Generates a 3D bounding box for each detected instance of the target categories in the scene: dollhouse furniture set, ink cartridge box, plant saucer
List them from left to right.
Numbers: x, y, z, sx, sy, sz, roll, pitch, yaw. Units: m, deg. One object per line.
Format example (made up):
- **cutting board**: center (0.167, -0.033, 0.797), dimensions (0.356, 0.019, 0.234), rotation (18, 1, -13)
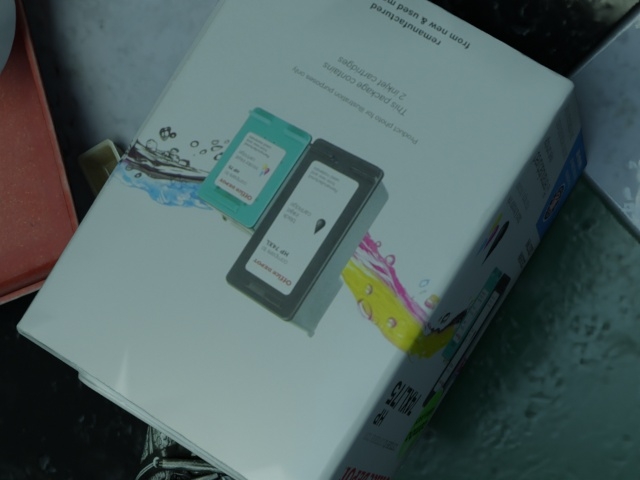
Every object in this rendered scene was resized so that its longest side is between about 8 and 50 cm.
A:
- **plant saucer**: center (-0.286, -0.059, 1.195), dimensions (0.259, 0.047, 0.259), rotation (-21, 78, 24)
- **dollhouse furniture set**: center (-0.157, -0.002, 1.151), dimensions (0.091, 0.081, 0.114), rotation (-28, 87, 24)
- **ink cartridge box**: center (0.000, 0.000, 0.976), dimensions (0.197, 0.198, 0.270), rotation (31, 88, 15)

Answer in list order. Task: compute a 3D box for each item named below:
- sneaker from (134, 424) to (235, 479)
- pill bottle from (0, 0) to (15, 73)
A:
- **sneaker**: center (-0.077, 0.225, 1.119), dimensions (0.134, 0.146, 0.344), rotation (8, 100, 22)
- **pill bottle**: center (-0.330, -0.158, 1.120), dimensions (0.245, 0.136, 0.136), rotation (10, 102, 27)
